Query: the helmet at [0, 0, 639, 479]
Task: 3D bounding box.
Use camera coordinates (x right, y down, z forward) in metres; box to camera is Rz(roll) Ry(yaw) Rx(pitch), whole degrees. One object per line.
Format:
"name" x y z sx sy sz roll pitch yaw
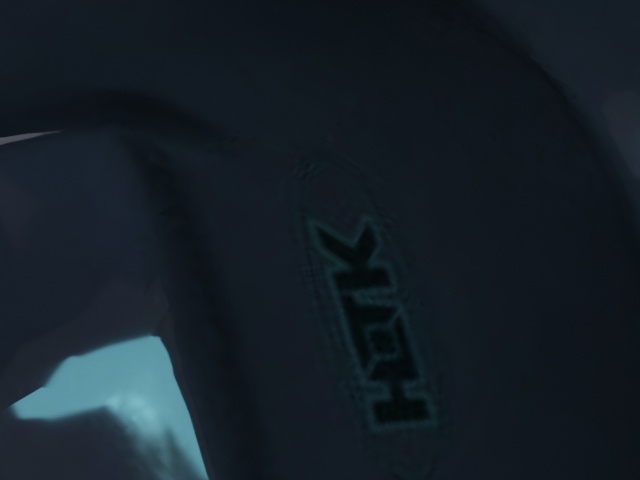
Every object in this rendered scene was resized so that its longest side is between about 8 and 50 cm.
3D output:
"helmet" -0.066 0.054 0.472 0.338 0.197 0.271 -24 76 44
